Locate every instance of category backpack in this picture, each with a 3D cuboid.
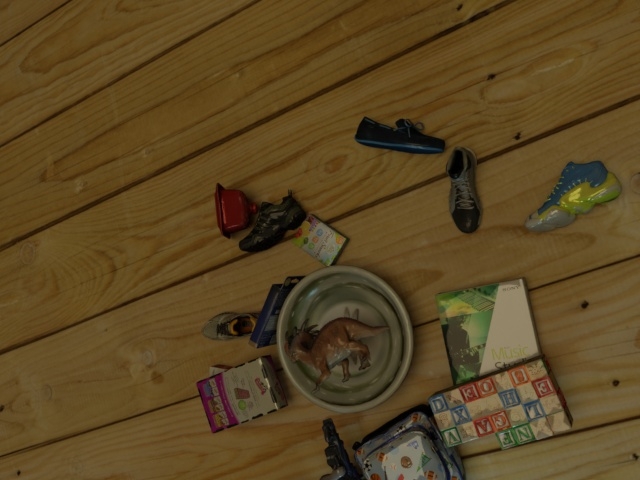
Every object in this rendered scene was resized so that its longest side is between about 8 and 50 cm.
[{"bbox_3d":[0.245,0.590,1.707,0.276,0.213,0.263,-36,85,16],"label":"backpack"}]

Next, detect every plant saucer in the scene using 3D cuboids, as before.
[{"bbox_3d":[0.074,0.268,1.841,0.400,0.100,0.400,-1,87,23],"label":"plant saucer"}]

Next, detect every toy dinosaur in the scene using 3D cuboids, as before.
[{"bbox_3d":[0.025,0.266,1.748,0.295,0.127,0.200,-36,67,13],"label":"toy dinosaur"}]

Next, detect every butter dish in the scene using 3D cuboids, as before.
[{"bbox_3d":[-0.246,-0.091,1.987,0.118,0.160,0.160,-6,85,0],"label":"butter dish"}]

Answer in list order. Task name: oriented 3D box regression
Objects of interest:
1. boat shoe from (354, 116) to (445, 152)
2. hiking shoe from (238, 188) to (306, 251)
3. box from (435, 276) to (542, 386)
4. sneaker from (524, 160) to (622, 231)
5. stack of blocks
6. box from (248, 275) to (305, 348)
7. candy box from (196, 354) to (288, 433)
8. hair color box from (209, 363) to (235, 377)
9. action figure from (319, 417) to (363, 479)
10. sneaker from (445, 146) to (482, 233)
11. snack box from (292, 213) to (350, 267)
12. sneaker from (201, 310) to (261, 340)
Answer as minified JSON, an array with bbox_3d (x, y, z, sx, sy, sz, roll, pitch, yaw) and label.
[{"bbox_3d":[0.212,-0.291,1.800,0.258,0.109,0.089,13,90,22],"label":"boat shoe"},{"bbox_3d":[-0.154,-0.053,1.973,0.227,0.086,0.114,-32,66,11],"label":"hiking shoe"},{"bbox_3d":[0.439,0.272,1.703,0.232,0.058,0.322,-14,82,22],"label":"box"},{"bbox_3d":[0.606,-0.115,1.642,0.240,0.091,0.126,-26,60,21],"label":"sneaker"},{"bbox_3d":[0.436,0.411,1.624,0.297,0.087,0.171,-25,80,21],"label":"stack of blocks"},{"bbox_3d":[-0.122,0.197,1.911,0.036,0.136,0.225,27,99,22],"label":"box"},{"bbox_3d":[-0.228,0.444,1.926,0.233,0.071,0.159,-24,79,21],"label":"candy box"},{"bbox_3d":[-0.254,0.433,2.006,0.167,0.053,0.093,6,91,22],"label":"hair color box"},{"bbox_3d":[0.002,0.656,1.740,0.178,0.330,0.341,-24,81,32],"label":"action figure"},{"bbox_3d":[0.357,-0.133,1.713,0.086,0.132,0.229,-7,85,23],"label":"sneaker"},{"bbox_3d":[0.000,0.000,1.918,0.141,0.037,0.100,35,103,21],"label":"snack box"},{"bbox_3d":[-0.263,0.253,1.994,0.225,0.093,0.088,-14,83,23],"label":"sneaker"}]
